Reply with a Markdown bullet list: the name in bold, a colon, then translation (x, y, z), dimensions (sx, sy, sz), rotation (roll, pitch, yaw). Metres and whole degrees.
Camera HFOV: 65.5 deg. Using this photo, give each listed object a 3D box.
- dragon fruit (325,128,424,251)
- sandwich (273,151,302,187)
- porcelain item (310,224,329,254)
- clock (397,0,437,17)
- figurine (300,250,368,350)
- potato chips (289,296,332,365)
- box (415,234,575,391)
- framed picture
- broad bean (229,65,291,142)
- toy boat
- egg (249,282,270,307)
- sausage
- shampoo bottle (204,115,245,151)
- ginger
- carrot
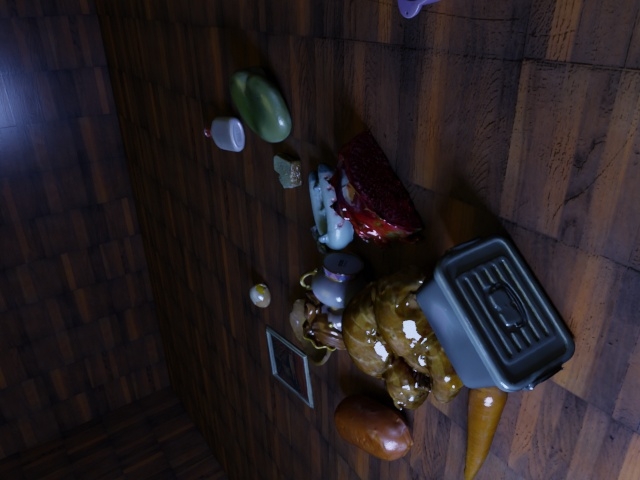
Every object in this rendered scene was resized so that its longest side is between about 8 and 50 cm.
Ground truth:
- **dragon fruit**: translation (0.082, -0.077, 1.043), dimensions (0.274, 0.126, 0.161), rotation (63, 148, 15)
- **sandwich**: translation (-0.091, -0.190, 1.348), dimensions (0.105, 0.035, 0.093), rotation (39, 137, 43)
- **porcelain item**: translation (0.000, 0.000, 1.313), dimensions (0.036, 0.028, 0.083), rotation (148, 101, -76)
- **clock**: translation (0.153, -0.445, 0.808), dimensions (0.153, 0.050, 0.110), rotation (62, 148, 17)
- **figurine**: translation (0.037, 0.160, 1.223), dimensions (0.189, 0.142, 0.264), rotation (16, 123, 14)
- **potato chips**: translation (-0.017, 0.257, 1.442), dimensions (0.208, 0.061, 0.196), rotation (-9, 93, 60)
- **box**: translation (0.274, 0.129, 0.828), dimensions (0.243, 0.163, 0.135), rotation (61, 157, 15)
- **framed picture**: translation (-0.113, 0.438, 1.736), dimensions (0.273, 0.016, 0.217), rotation (21, 123, 53)
- **broad bean**: translation (-0.160, -0.358, 1.314), dimensions (0.228, 0.100, 0.169), rotation (49, 150, 30)
- **toy boat**: translation (0.013, -0.077, 1.187), dimensions (0.134, 0.078, 0.208), rotation (-16, 90, 69)
- **egg**: translation (-0.204, 0.189, 1.697), dimensions (0.083, 0.071, 0.071), rotation (64, 149, 6)
- **sausage**: translation (0.127, 0.469, 1.265), dimensions (0.258, 0.133, 0.133), rotation (-1, 105, 59)
- **shampoo bottle**: translation (-0.314, -0.347, 1.605), dimensions (0.220, 0.051, 0.108), rotation (21, 126, 52)
- **ginger**: translation (0.170, 0.210, 1.042), dimensions (0.274, 0.152, 0.357), rotation (54, 146, 6)
- **carrot**: translation (0.316, 0.370, 0.974), dimensions (0.069, 0.069, 0.336), rotation (33, 136, 46)
